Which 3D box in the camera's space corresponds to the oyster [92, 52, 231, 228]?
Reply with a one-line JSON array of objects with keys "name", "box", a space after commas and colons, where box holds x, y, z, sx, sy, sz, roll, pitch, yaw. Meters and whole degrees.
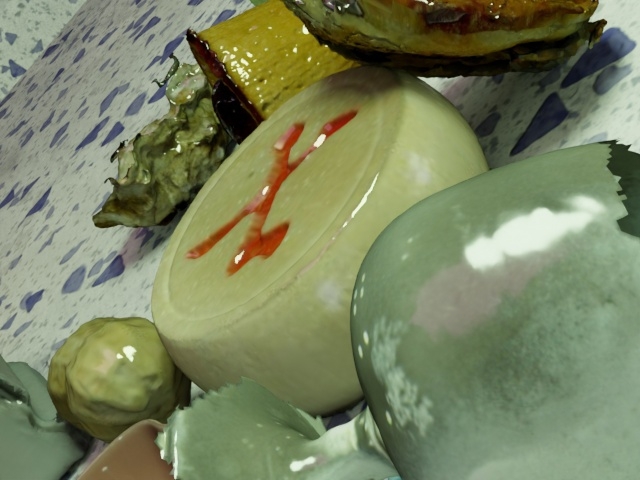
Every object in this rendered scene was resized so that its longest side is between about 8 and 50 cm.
[{"name": "oyster", "box": [-0.185, -0.143, 1.605, 0.198, 0.133, 0.337, -17, 36, 51]}]

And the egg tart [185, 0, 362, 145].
[{"name": "egg tart", "box": [-0.044, -0.179, 1.365, 0.171, 0.215, 0.215, -37, 24, -6]}]

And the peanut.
[{"name": "peanut", "box": [-0.203, 0.139, 1.214, 0.130, 0.130, 0.290, -54, 16, -14]}]

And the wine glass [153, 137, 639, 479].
[{"name": "wine glass", "box": [0.088, 0.094, 0.713, 0.323, 0.238, 0.238, -32, 29, 26]}]

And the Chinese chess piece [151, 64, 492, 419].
[{"name": "Chinese chess piece", "box": [0.000, 0.000, 1.086, 0.338, 0.140, 0.338, -37, 26, 22]}]

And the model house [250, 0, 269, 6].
[{"name": "model house", "box": [-0.045, -0.443, 1.758, 0.195, 0.189, 0.214, 4, 56, 57]}]

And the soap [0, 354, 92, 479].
[{"name": "soap", "box": [-0.505, 0.178, 1.425, 0.213, 0.350, 0.435, -59, 24, -6]}]

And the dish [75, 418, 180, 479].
[{"name": "dish", "box": [-0.147, 0.253, 1.012, 0.213, 0.090, 0.213, -36, 25, 20]}]

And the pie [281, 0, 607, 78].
[{"name": "pie", "box": [0.103, -0.196, 1.089, 0.308, 0.308, 0.085, 11, 96, 62]}]

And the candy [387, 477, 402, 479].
[{"name": "candy", "box": [0.073, 0.163, 0.870, 0.083, 0.020, 0.030, -40, 23, 19]}]
